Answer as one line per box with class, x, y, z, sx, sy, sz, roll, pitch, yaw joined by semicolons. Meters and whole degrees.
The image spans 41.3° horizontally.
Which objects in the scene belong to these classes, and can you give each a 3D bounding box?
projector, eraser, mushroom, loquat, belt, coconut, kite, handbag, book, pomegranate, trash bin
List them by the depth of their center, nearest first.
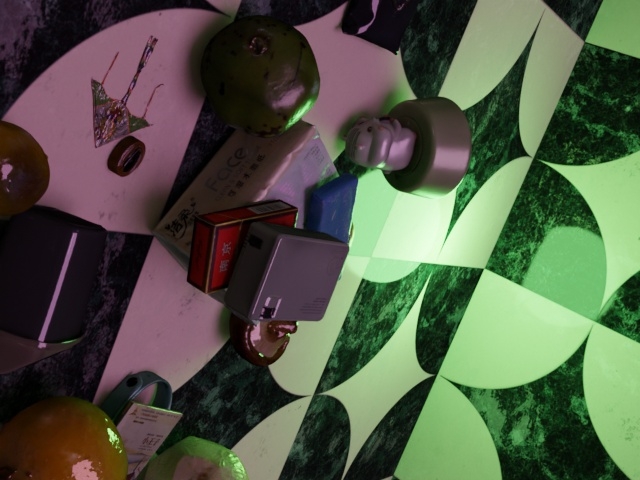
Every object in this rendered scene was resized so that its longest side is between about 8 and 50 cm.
loquat;-0.534;-0.124;1.399;0.152;0.152;0.195;-55;158;-13
trash bin;-0.510;0.091;1.543;0.209;0.182;0.290;-6;115;-84
kite;-0.372;-0.283;1.649;0.244;0.006;0.198;-61;149;-2
belt;-0.384;-0.166;1.694;0.083;0.036;0.059;-54;150;-10
loquat;-0.535;0.448;1.714;0.275;0.275;0.275;-36;141;-37
pomegranate;-0.124;-0.330;1.768;0.254;0.254;0.270;-45;163;-27
projector;-0.070;0.069;1.770;0.256;0.099;0.192;8;104;-54
book;-0.464;0.502;1.973;0.289;0.026;0.201;-54;149;1
eraser;0.015;-0.001;2.014;0.144;0.042;0.312;-33;142;-44
handbag;0.167;-0.593;2.142;0.254;0.088;0.211;4;113;-53
coconut;-0.321;0.659;2.200;0.297;0.297;0.254;-44;147;-29
mushroom;-0.167;0.219;2.246;0.194;0.138;0.231;-16;116;-34

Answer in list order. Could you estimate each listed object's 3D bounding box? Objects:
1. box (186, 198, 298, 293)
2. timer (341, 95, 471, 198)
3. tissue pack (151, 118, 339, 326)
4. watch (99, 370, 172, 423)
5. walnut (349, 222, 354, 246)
box;-0.158;0.008;1.760;0.240;0.074;0.153;-14;126;-46
timer;0.208;-0.263;2.335;0.315;0.291;0.291;0;115;-33
tissue pack;-0.146;-0.058;1.970;0.405;0.205;0.332;-53;148;-16
watch;-0.451;0.426;2.028;0.237;0.068;0.195;-45;144;-29
walnut;0.000;0.000;2.287;0.197;0.165;0.165;-56;149;-17
